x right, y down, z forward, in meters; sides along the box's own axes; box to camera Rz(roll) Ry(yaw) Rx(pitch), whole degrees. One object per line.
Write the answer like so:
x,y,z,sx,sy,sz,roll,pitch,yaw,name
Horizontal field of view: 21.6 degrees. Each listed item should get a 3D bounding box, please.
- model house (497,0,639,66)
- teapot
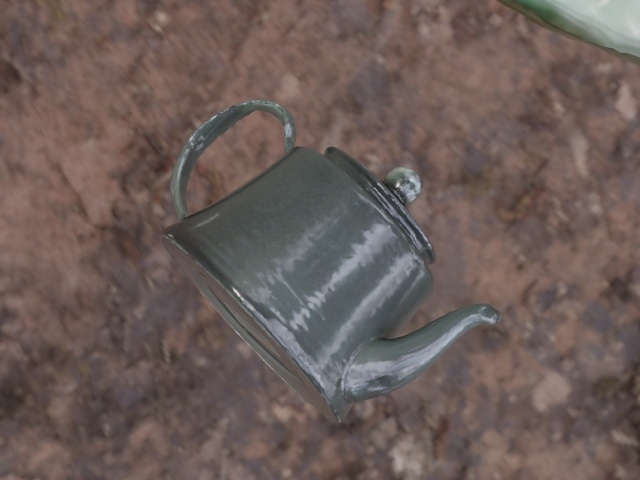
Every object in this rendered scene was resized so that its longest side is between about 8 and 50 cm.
0.116,-0.187,0.638,0.267,0.325,0.194,28,104,9,model house
0.000,0.000,1.056,0.149,0.239,0.162,-43,152,-8,teapot
